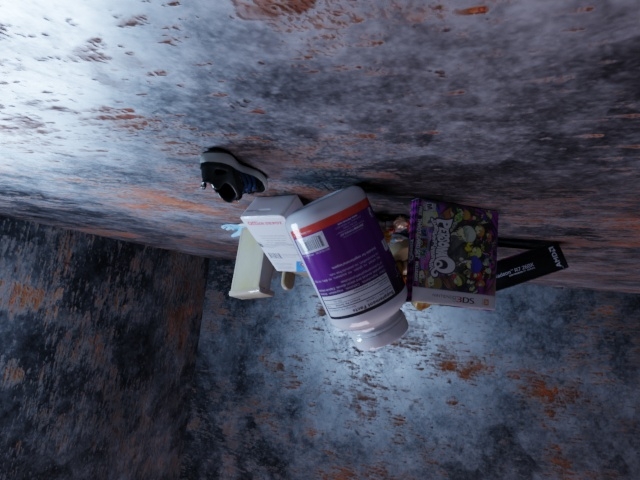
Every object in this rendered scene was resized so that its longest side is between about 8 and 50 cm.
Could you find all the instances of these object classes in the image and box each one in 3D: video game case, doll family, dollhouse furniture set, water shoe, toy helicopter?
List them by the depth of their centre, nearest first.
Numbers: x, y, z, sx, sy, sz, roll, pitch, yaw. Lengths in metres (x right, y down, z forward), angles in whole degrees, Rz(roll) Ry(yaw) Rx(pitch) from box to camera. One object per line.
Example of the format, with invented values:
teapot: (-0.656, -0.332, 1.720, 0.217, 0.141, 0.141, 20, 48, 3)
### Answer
water shoe: (-0.172, -0.110, 0.852, 0.073, 0.080, 0.203, 4, 172, 22)
video game case: (0.298, 0.033, 0.981, 0.210, 0.232, 0.042, 9, 171, -14)
doll family: (0.129, -0.013, 1.196, 0.263, 0.118, 0.163, 4, 175, -2)
toy helicopter: (0.294, 0.109, 1.356, 0.355, 0.235, 0.140, 50, -176, -46)
dollhouse furniture set: (-0.116, 0.123, 1.646, 0.362, 0.256, 0.394, -11, 154, 41)

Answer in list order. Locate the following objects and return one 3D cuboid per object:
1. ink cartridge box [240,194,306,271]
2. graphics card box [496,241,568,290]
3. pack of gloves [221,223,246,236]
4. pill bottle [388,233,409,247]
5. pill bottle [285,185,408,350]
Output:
ink cartridge box: (-0.088, -0.015, 1.129, 0.148, 0.086, 0.203, 1, 134, 36)
graphics card box: (0.575, 0.118, 1.424, 0.371, 0.094, 0.233, -19, 168, 8)
pack of gloves: (-0.265, -0.027, 1.716, 0.232, 0.046, 0.195, 0, 170, 40)
pill bottle: (0.249, 0.049, 1.512, 0.136, 0.136, 0.245, 6, 173, -2)
pill bottle: (0.067, 0.059, 0.919, 0.181, 0.323, 0.181, -24, -172, 4)
